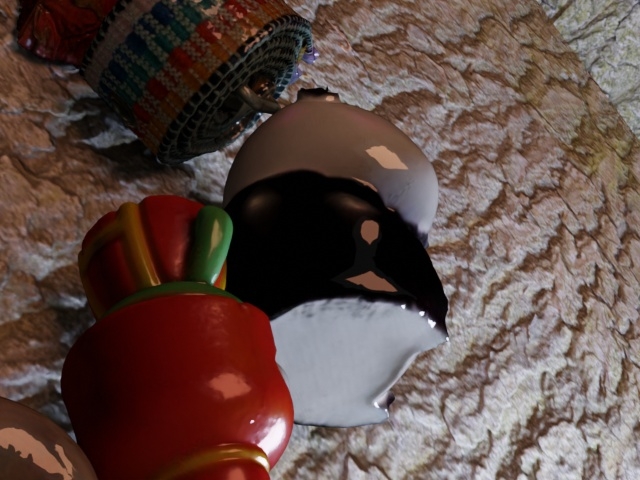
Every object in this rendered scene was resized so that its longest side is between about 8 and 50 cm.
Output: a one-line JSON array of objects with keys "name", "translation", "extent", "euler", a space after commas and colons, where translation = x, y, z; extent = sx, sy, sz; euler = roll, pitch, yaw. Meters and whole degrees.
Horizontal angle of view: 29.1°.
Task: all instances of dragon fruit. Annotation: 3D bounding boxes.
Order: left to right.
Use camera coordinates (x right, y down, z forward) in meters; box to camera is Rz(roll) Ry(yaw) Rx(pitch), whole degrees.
[{"name": "dragon fruit", "translation": [-0.238, -0.252, 1.274], "extent": [0.120, 0.127, 0.161], "euler": [28, 36, -22]}]

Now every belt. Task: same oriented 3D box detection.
[{"name": "belt", "translation": [-0.113, -0.180, 1.276], "extent": [0.160, 0.207, 0.295], "euler": [44, 5, 5]}]

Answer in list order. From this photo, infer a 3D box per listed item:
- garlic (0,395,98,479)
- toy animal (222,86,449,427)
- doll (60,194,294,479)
[{"name": "garlic", "translation": [-0.257, 0.164, 0.845], "extent": [0.266, 0.128, 0.148], "euler": [33, 22, -11]}, {"name": "toy animal", "translation": [0.000, 0.000, 1.212], "extent": [0.251, 0.251, 0.310], "euler": [31, 32, -32]}, {"name": "doll", "translation": [-0.111, 0.123, 0.958], "extent": [0.160, 0.182, 0.363], "euler": [24, 36, -46]}]
